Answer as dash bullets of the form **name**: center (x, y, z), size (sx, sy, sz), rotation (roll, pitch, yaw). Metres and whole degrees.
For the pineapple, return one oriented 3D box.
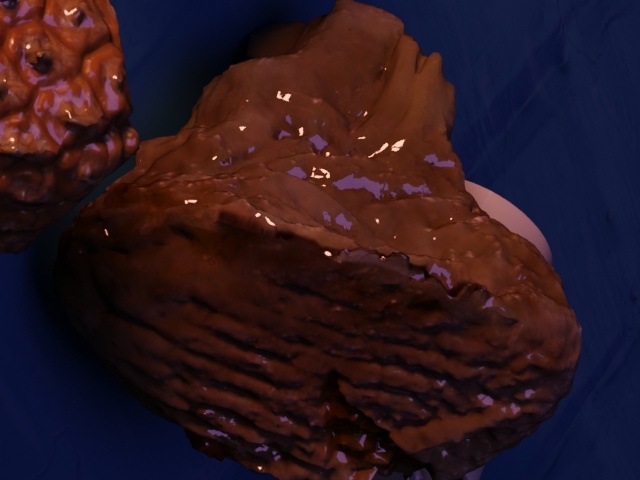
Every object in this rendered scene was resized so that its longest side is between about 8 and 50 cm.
- **pineapple**: center (-0.283, -0.090, 0.980), size (0.362, 0.202, 0.202), rotation (2, 100, -40)

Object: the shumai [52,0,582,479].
- **shumai**: center (0.000, -0.001, 1.340), size (0.283, 0.346, 0.217), rotation (-88, -174, -51)

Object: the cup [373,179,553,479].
- **cup**: center (0.062, 0.091, 1.506), size (0.226, 0.185, 0.241), rotation (-60, 174, -29)
